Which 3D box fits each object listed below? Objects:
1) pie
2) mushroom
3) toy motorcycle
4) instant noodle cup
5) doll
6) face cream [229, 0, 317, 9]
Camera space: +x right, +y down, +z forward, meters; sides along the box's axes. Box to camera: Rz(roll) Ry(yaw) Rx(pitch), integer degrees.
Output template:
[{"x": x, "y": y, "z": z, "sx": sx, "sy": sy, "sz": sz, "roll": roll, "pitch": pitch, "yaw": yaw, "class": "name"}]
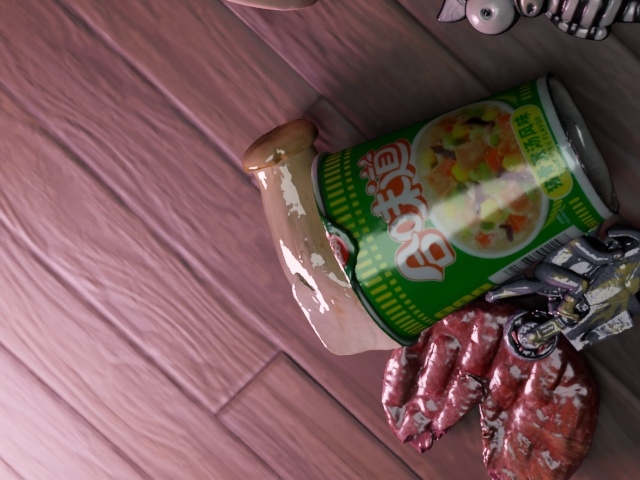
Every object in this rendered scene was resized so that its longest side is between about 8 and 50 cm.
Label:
[{"x": 0.174, "y": 0.156, "z": 1.550, "sx": 0.219, "sy": 0.054, "sz": 0.204, "roll": 37, "pitch": 117, "yaw": 4, "class": "pie"}, {"x": 0.001, "y": 0.003, "z": 1.521, "sx": 0.096, "sy": 0.108, "sz": 0.247, "roll": -26, "pitch": 92, "yaw": -3, "class": "mushroom"}, {"x": 0.253, "y": 0.036, "z": 1.461, "sx": 0.193, "sy": 0.061, "sz": 0.124, "roll": -20, "pitch": 91, "yaw": 7, "class": "toy motorcycle"}, {"x": 0.140, "y": -0.037, "z": 1.417, "sx": 0.233, "sy": 0.207, "sz": 0.207, "roll": -25, "pitch": 100, "yaw": 18, "class": "instant noodle cup"}, {"x": 0.200, "y": -0.227, "z": 1.390, "sx": 0.219, "sy": 0.067, "sz": 0.091, "roll": 7, "pitch": 115, "yaw": 17, "class": "doll"}, {"x": -0.060, "y": -0.285, "z": 1.406, "sx": 0.149, "sy": 0.149, "sz": 0.104, "roll": 20, "pitch": 115, "yaw": 10, "class": "face cream"}]
